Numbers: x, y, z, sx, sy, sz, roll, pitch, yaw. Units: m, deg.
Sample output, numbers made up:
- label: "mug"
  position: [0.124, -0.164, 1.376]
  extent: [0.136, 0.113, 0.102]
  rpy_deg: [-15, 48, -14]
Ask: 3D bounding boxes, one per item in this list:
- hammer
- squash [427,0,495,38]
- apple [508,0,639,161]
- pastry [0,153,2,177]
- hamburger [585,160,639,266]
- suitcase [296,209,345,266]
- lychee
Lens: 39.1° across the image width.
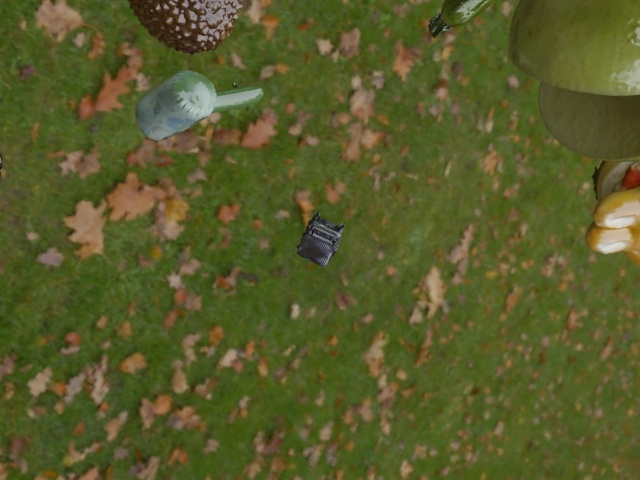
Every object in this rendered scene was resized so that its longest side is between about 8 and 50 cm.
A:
- label: "hammer"
  position: [-0.254, -0.326, 2.078]
  extent: [0.335, 0.206, 0.119]
  rpy_deg: [-22, 94, -46]
- label: "squash"
  position: [0.310, -0.479, 1.586]
  extent: [0.071, 0.080, 0.318]
  rpy_deg: [34, 102, -23]
- label: "apple"
  position: [0.388, -0.240, 1.134]
  extent: [0.292, 0.254, 0.292]
  rpy_deg: [-15, 119, -28]
- label: "pastry"
  position: [-0.605, -0.085, 1.290]
  extent: [0.405, 0.292, 0.337]
  rpy_deg: [107, -14, -49]
- label: "hamburger"
  position: [0.582, -0.063, 1.476]
  extent: [0.261, 0.302, 0.186]
  rpy_deg: [106, -11, -45]
- label: "suitcase"
  position: [0.000, 0.000, 2.022]
  extent: [0.126, 0.086, 0.059]
  rpy_deg: [116, 0, -55]
- label: "lychee"
  position: [-0.285, -0.525, 1.935]
  extent: [0.267, 0.267, 0.267]
  rpy_deg: [-31, 131, -43]
